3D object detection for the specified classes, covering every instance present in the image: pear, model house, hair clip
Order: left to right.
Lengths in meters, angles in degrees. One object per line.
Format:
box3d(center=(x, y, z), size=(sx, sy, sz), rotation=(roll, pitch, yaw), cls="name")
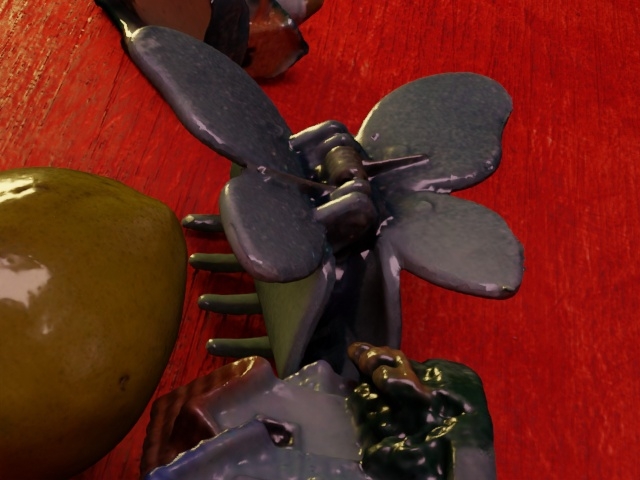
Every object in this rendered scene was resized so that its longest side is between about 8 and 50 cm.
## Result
box3d(center=(-0.236, 0.064, 1.071), size=(0.253, 0.253, 0.307), rotation=(31, 46, 8), cls="pear")
box3d(center=(-0.105, -0.310, 1.609), size=(0.291, 0.184, 0.253), rotation=(-12, 48, -41), cls="model house")
box3d(center=(-0.056, 0.200, 1.035), size=(0.329, 0.251, 0.295), rotation=(12, 41, -5), cls="model house")
box3d(center=(0.000, 0.000, 1.262), size=(0.392, 0.238, 0.318), rotation=(5, 43, -23), cls="hair clip")
